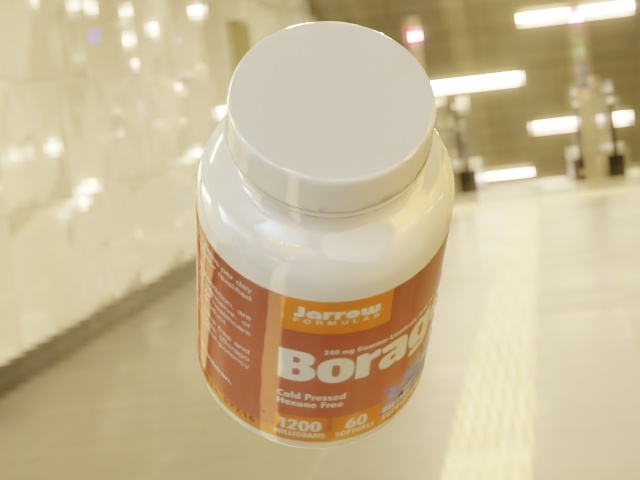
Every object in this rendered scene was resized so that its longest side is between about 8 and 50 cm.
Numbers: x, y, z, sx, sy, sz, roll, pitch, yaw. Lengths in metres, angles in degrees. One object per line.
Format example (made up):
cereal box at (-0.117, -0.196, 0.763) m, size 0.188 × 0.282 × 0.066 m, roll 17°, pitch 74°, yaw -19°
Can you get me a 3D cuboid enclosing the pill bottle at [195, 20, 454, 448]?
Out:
pill bottle at (0.000, 0.000, 0.882) m, size 0.121 × 0.121 × 0.216 m, roll -7°, pitch -34°, yaw -8°
